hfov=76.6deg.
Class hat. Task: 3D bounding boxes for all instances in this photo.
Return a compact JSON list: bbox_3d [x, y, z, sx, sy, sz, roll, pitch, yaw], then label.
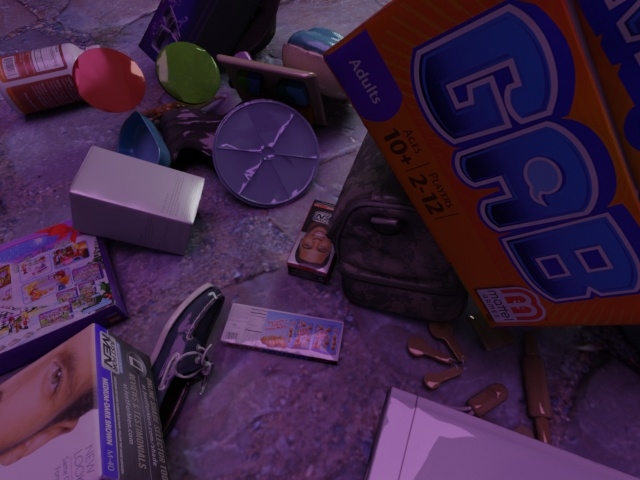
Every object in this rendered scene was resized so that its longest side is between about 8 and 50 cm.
[{"bbox_3d":[-0.183,-0.567,1.009,0.332,0.134,0.330,-4,83,32],"label":"hat"}]

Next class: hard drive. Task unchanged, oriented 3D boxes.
[{"bbox_3d":[0.216,0.339,0.444,0.353,0.047,0.232,18,64,9],"label":"hard drive"}]

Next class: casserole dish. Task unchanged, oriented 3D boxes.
[{"bbox_3d":[-0.344,-0.169,0.793,0.037,0.114,0.188,7,39,-50],"label":"casserole dish"}]

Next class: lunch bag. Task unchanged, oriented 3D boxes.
[{"bbox_3d":[0.141,-0.071,0.610,0.213,0.256,0.305,12,56,18],"label":"lunch bag"}]

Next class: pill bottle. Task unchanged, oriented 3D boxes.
[{"bbox_3d":[-0.589,-0.368,0.911,0.216,0.121,0.121,-19,58,-13],"label":"pill bottle"}]

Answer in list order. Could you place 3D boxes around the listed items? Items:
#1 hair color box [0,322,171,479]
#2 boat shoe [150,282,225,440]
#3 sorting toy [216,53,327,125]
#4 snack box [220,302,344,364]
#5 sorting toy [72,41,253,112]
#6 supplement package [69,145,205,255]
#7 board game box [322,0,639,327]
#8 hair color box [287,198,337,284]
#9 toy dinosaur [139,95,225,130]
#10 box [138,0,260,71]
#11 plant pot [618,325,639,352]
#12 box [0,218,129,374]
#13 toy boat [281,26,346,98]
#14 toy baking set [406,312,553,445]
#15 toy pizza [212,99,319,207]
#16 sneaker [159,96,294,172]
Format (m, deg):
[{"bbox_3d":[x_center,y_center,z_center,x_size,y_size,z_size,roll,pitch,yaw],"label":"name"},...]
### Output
[{"bbox_3d":[-0.335,0.262,0.413,0.339,0.110,0.185,-33,45,-5],"label":"hair color box"},{"bbox_3d":[-0.193,0.178,0.550,0.079,0.095,0.254,20,59,15],"label":"boat shoe"},{"bbox_3d":[-0.090,-0.292,0.821,0.193,0.208,0.038,15,84,10],"label":"sorting toy"},{"bbox_3d":[-0.056,0.141,0.618,0.179,0.022,0.064,8,55,6],"label":"snack box"},{"bbox_3d":[-0.312,-0.325,0.853,0.366,0.126,0.126,-21,95,-30],"label":"sorting toy"},{"bbox_3d":[-0.299,-0.062,0.672,0.180,0.105,0.105,15,53,-19],"label":"supplement package"},{"bbox_3d":[0.300,-0.171,0.395,0.357,0.356,0.356,-15,30,45],"label":"board game box"},{"bbox_3d":[0.000,0.000,0.702,0.072,0.043,0.141,15,58,9],"label":"hair color box"},{"bbox_3d":[-0.306,-0.284,0.886,0.212,0.064,0.112,-16,56,-11],"label":"toy dinosaur"},{"bbox_3d":[-0.278,-0.500,0.927,0.184,0.103,0.261,44,108,24],"label":"box"},{"bbox_3d":[0.567,0.077,0.539,0.248,0.247,0.252,-5,71,-3],"label":"plant pot"},{"bbox_3d":[-0.476,0.094,0.630,0.294,0.057,0.200,-24,59,-15],"label":"box"},{"bbox_3d":[0.081,-0.364,0.858,0.319,0.148,0.267,20,20,-3],"label":"toy boat"},{"bbox_3d":[0.221,0.213,0.567,0.197,0.030,0.256,2,55,5],"label":"toy baking set"},{"bbox_3d":[-0.101,-0.163,0.769,0.202,0.032,0.201,-1,93,-14],"label":"toy pizza"},{"bbox_3d":[-0.178,-0.201,0.818,0.287,0.109,0.130,-10,66,2],"label":"sneaker"}]
